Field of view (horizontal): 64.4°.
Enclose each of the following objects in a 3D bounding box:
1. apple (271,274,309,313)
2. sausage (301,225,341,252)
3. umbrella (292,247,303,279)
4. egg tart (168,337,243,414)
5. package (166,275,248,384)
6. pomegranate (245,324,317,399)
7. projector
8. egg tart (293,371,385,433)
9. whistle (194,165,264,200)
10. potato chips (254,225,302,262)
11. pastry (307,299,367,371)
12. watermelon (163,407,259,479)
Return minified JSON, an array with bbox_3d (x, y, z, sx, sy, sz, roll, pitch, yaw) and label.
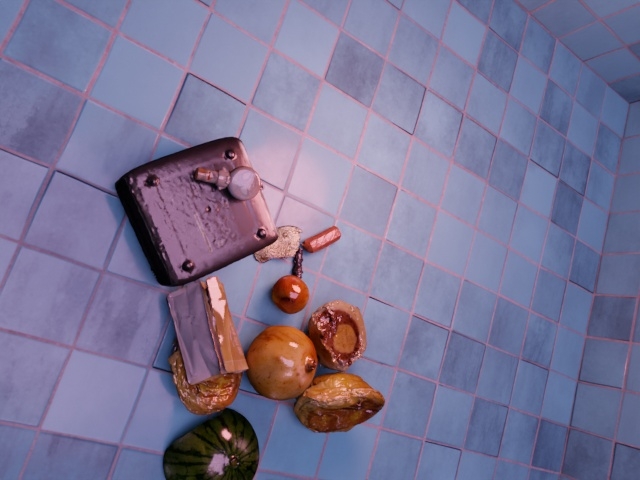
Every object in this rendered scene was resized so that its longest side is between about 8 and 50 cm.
[{"bbox_3d":[-0.113,0.202,1.869,0.146,0.146,0.147,2,87,-30],"label":"apple"},{"bbox_3d":[0.000,0.001,1.989,0.169,0.065,0.065,-27,101,-28],"label":"sausage"},{"bbox_3d":[-0.085,0.101,1.950,0.037,0.040,0.144,17,76,-63],"label":"umbrella"},{"bbox_3d":[-0.395,0.434,1.711,0.297,0.132,0.297,18,61,-37],"label":"egg tart"},{"bbox_3d":[-0.336,0.281,1.646,0.221,0.165,0.312,-1,67,-46],"label":"package"},{"bbox_3d":[-0.134,0.428,1.774,0.264,0.264,0.265,2,87,-30],"label":"pomegranate"},{"bbox_3d":[-0.399,-0.095,1.663,0.405,0.242,0.396,-26,101,-29],"label":"projector"},{"bbox_3d":[0.068,0.605,1.906,0.351,0.340,0.153,-6,49,-8],"label":"egg tart"},{"bbox_3d":[-0.278,-0.185,1.571,0.219,0.057,0.107,9,97,-24],"label":"whistle"},{"bbox_3d":[-0.152,0.016,1.914,0.142,0.026,0.209,44,70,-6],"label":"potato chips"},{"bbox_3d":[0.050,0.363,1.951,0.236,0.170,0.256,-23,91,-50],"label":"pastry"},{"bbox_3d":[-0.340,0.747,1.695,0.330,0.189,0.331,2,85,-24],"label":"watermelon"}]
